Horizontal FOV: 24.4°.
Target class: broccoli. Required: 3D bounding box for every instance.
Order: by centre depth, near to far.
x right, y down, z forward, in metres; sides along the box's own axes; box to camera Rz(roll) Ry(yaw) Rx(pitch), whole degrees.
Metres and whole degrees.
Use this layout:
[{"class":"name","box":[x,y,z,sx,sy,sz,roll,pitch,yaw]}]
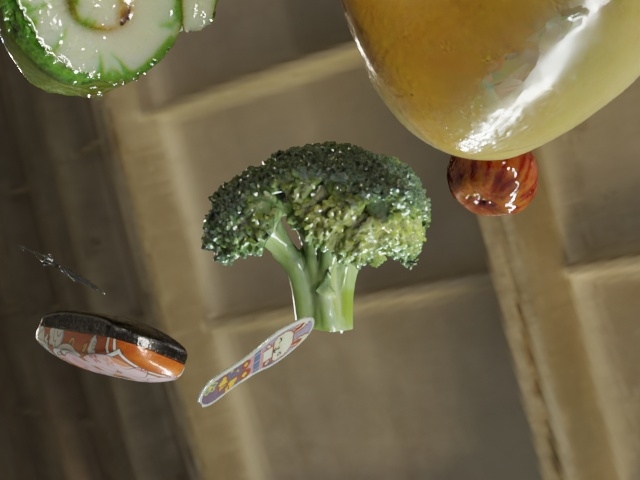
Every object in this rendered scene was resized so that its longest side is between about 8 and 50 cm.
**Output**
[{"class":"broccoli","box":[0.005,-0.016,2.314,0.249,0.375,0.302,140,-56,-66]}]

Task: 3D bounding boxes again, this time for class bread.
[{"class":"bread","box":[0.231,-0.280,1.796,0.348,0.376,0.253,53,10,-31]},{"class":"bread","box":[-0.342,-0.406,2.366,0.129,0.382,0.366,-15,-112,61]}]

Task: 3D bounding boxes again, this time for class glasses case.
[{"class":"glasses case","box":[-0.247,0.122,1.729,0.267,0.103,0.067,0,-113,58]}]

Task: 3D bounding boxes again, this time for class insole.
[{"class":"insole","box":[-0.077,0.146,1.817,0.004,0.197,0.065,40,-38,25]}]

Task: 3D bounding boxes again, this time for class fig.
[{"class":"fig","box":[0.231,-0.099,2.033,0.150,0.128,0.128,-105,-159,-48]}]

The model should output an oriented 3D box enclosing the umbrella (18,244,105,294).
[{"class":"umbrella","box":[-0.372,0.041,2.143,0.149,0.022,0.022,28,-82,7]}]
